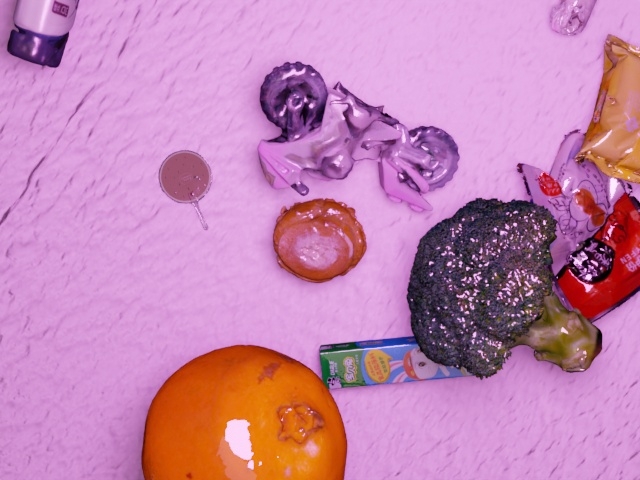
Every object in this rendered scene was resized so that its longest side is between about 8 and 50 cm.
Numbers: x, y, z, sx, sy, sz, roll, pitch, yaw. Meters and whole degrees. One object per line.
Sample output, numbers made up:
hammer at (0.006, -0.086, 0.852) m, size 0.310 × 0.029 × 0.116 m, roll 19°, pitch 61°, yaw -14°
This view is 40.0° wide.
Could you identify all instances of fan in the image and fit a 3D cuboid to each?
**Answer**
fan at (-0.205, -0.078, 1.393) m, size 0.085 × 0.005 × 0.133 m, roll -21°, pitch 95°, yaw 2°

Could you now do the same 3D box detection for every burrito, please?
burrito at (0.402, -0.405, 1.324) m, size 0.064 × 0.064 × 0.203 m, roll 22°, pitch 95°, yaw -2°

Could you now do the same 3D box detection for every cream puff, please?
cream puff at (0.001, -0.004, 1.348) m, size 0.143 × 0.103 × 0.126 m, roll 7°, pitch 116°, yaw 13°

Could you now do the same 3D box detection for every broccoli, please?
broccoli at (0.259, 0.081, 1.281) m, size 0.297 × 0.297 × 0.298 m, roll 36°, pitch 96°, yaw -18°

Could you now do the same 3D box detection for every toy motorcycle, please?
toy motorcycle at (0.043, -0.131, 1.326) m, size 0.326 × 0.143 × 0.188 m, roll 23°, pitch 105°, yaw -17°

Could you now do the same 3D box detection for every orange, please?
orange at (-0.110, 0.306, 1.287) m, size 0.311 × 0.312 × 0.312 m, roll 0°, pitch 96°, yaw 1°

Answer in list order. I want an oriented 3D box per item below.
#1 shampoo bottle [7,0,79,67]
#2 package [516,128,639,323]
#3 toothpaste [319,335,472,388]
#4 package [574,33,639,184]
shampoo bottle at (-0.372, -0.436, 1.292) m, size 0.078 × 0.134 × 0.360 m, roll 17°, pitch 98°, yaw -2°
package at (0.412, -0.028, 1.362) m, size 0.194 × 0.071 × 0.270 m, roll -31°, pitch 99°, yaw -4°
toothpaste at (0.133, 0.189, 1.394) m, size 0.266 × 0.050 × 0.065 m, roll -5°, pitch 99°, yaw 2°
package at (0.476, -0.186, 1.322) m, size 0.168 × 0.090 × 0.226 m, roll 20°, pitch 84°, yaw -12°
